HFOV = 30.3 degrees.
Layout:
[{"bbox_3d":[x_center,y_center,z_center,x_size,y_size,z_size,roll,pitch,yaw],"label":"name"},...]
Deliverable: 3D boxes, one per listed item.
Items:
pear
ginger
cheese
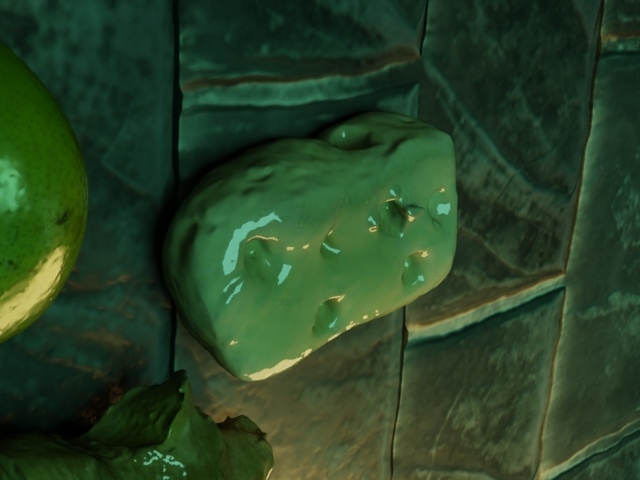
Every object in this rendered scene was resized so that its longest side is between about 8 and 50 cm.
[{"bbox_3d":[-0.200,0.000,0.611,0.180,0.166,0.216,-32,115,-51],"label":"pear"},{"bbox_3d":[-0.118,0.195,0.821,0.270,0.123,0.219,-10,112,-44],"label":"ginger"},{"bbox_3d":[0.001,0.001,0.884,0.263,0.093,0.159,-22,121,-38],"label":"cheese"}]
